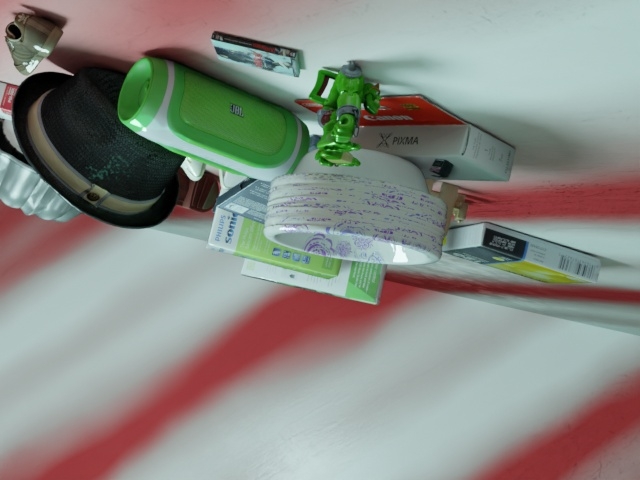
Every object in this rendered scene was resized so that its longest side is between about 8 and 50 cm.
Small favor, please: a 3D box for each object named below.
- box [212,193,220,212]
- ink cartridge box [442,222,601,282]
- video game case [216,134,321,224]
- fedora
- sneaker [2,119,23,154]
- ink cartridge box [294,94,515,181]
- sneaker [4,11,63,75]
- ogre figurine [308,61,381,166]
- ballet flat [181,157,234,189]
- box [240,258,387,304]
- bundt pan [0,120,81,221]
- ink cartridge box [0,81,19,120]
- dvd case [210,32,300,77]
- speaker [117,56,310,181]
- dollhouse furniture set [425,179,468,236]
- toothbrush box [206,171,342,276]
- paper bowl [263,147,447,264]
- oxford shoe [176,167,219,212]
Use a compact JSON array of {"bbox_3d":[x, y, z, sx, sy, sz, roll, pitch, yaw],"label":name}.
[{"bbox_3d":[-0.154,-0.075,2.675,0.183,0.059,0.233,19,170,-29],"label":"box"},{"bbox_3d":[0.444,0.037,2.402,0.304,0.072,0.307,16,170,-16],"label":"ink cartridge box"},{"bbox_3d":[-0.038,-0.101,1.955,0.196,0.026,0.274,20,142,-41],"label":"video game case"},{"bbox_3d":[-0.344,-0.185,1.728,0.334,0.334,0.152,21,135,-42],"label":"fedora"},{"bbox_3d":[-0.571,-0.213,2.250,0.297,0.129,0.111,32,-168,15],"label":"sneaker"},{"bbox_3d":[0.125,-0.156,1.597,0.239,0.060,0.275,19,171,-43],"label":"ink cartridge box"},{"bbox_3d":[-0.447,-0.307,1.558,0.071,0.066,0.188,35,159,-22],"label":"sneaker"},{"bbox_3d":[0.029,-0.173,1.411,0.097,0.118,0.197,7,172,15],"label":"ogre figurine"},{"bbox_3d":[-0.197,-0.158,1.972,0.316,0.106,0.107,16,172,-12],"label":"ballet flat"},{"bbox_3d":[0.000,0.000,2.298,0.322,0.232,0.058,12,177,16],"label":"box"},{"bbox_3d":[-0.674,-0.150,2.368,0.331,0.124,0.331,28,-170,-6],"label":"bundt pan"},{"bbox_3d":[-0.663,-0.287,2.050,0.135,0.056,0.099,14,172,-5],"label":"ink cartridge box"},{"bbox_3d":[-0.088,-0.256,1.413,0.119,0.013,0.087,13,172,3],"label":"dvd case"},{"bbox_3d":[-0.165,-0.187,1.621,0.297,0.131,0.131,19,171,-34],"label":"speaker"},{"bbox_3d":[0.208,-0.044,2.008,0.144,0.123,0.151,14,172,-4],"label":"dollhouse furniture set"},{"bbox_3d":[-0.081,-0.051,2.175,0.283,0.206,0.122,14,173,-8],"label":"toothbrush box"},{"bbox_3d":[0.059,-0.055,1.616,0.284,0.148,0.284,8,170,1],"label":"paper bowl"},{"bbox_3d":[-0.388,-0.143,2.387,0.130,0.123,0.348,15,173,33],"label":"oxford shoe"}]
